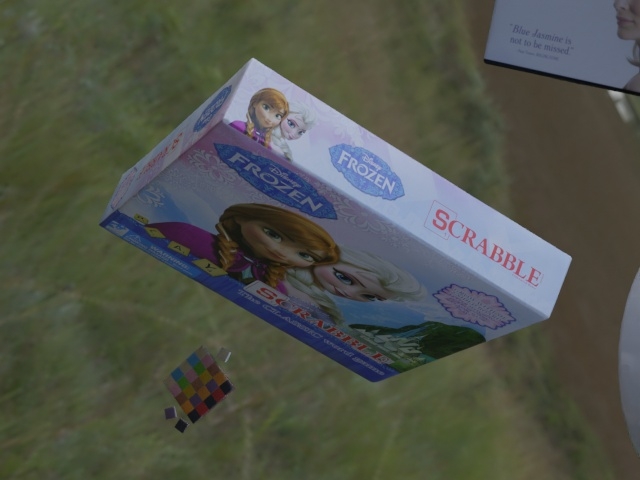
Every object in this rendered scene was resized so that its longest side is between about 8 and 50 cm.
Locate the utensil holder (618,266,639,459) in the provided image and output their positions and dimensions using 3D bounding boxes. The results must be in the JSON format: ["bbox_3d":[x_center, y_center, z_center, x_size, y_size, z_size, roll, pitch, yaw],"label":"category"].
[{"bbox_3d":[0.551,0.130,1.611,0.328,0.385,0.327,-1,91,-45],"label":"utensil holder"}]

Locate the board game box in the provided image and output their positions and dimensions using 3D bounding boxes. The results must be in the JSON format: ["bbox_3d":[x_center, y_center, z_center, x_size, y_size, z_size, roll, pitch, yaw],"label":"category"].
[{"bbox_3d":[0.000,0.000,1.369,0.319,0.318,0.066,30,65,-15],"label":"board game box"}]

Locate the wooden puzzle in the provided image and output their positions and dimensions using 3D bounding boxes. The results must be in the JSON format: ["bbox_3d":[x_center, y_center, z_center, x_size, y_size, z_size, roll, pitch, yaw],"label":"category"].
[{"bbox_3d":[-0.107,0.126,1.369,0.049,0.083,0.006,52,11,19],"label":"wooden puzzle"}]

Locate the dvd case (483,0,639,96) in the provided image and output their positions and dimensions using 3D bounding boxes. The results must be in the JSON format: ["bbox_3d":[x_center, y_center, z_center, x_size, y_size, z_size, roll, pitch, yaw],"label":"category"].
[{"bbox_3d":[0.263,-0.271,1.462,0.022,0.180,0.253,-24,126,-68],"label":"dvd case"}]
